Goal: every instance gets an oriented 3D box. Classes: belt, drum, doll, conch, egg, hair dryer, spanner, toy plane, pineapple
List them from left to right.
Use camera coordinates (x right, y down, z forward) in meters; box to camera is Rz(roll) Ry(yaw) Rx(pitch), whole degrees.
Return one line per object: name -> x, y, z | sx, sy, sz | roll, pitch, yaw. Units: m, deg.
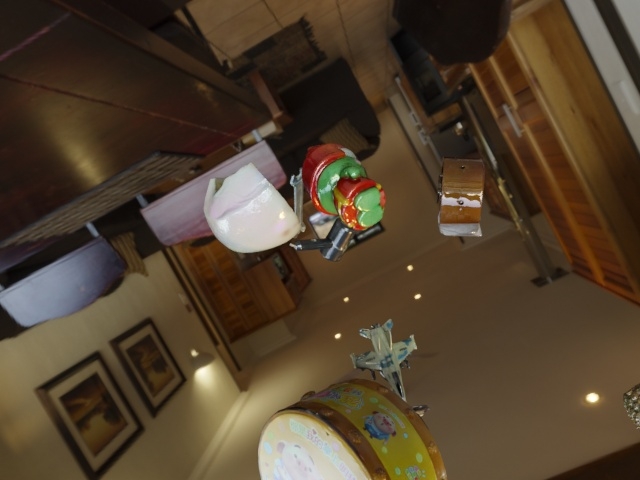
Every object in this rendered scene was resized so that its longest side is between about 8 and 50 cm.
egg -> -0.163, -0.052, 1.155 | 0.162, 0.206, 0.271 | -43, -159, -5
spanner -> -0.070, -0.116, 1.679 | 0.071, 0.017, 0.302 | -40, 152, -28
hair dryer -> 0.000, 0.000, 1.488 | 0.219, 0.071, 0.124 | -5, 133, -42
doll -> 0.036, -0.159, 1.369 | 0.160, 0.183, 0.363 | -25, -141, -5
drum -> 0.066, 0.550, 1.201 | 0.214, 0.431, 0.431 | -13, 172, -44
toy plane -> 0.189, 0.352, 1.421 | 0.192, 0.262, 0.088 | -14, 171, -14
conch -> 0.307, 0.693, 2.006 | 0.232, 0.080, 0.086 | -14, -157, -26
belt -> 0.323, -0.098, 1.206 | 0.105, 0.184, 0.261 | 2, 171, 10
pineapple -> 0.804, 0.456, 1.207 | 0.125, 0.125, 0.251 | -27, -135, 20

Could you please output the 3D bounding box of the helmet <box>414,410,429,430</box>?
helmet -> 0.160, 0.548, 1.443 | 0.279, 0.160, 0.230 | 5, -154, -36
